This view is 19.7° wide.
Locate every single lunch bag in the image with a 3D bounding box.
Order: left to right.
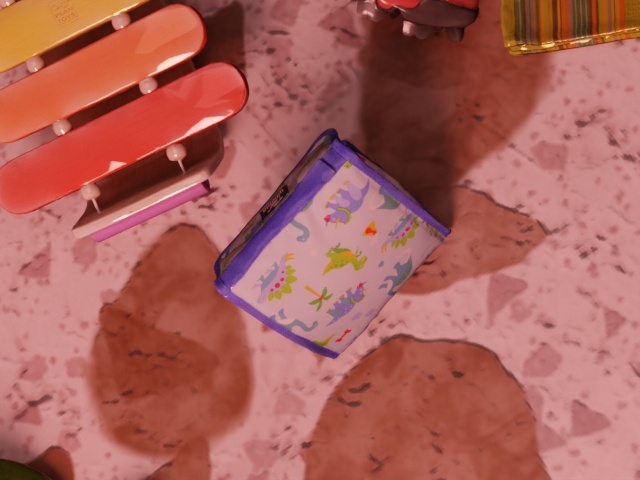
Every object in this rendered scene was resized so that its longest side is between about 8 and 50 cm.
[{"bbox_3d":[0.000,0.000,1.239,0.096,0.151,0.129,42,96,21],"label":"lunch bag"}]

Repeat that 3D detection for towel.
[{"bbox_3d":[0.238,-0.193,1.263,0.237,0.021,0.102,-8,78,18],"label":"towel"}]

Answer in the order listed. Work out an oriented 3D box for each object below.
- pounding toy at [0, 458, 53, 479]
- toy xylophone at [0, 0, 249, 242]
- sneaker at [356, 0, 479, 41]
[{"bbox_3d":[-0.238,0.248,1.297,0.237,0.110,0.183,12,84,21],"label":"pounding toy"},{"bbox_3d":[-0.201,-0.147,1.348,0.236,0.081,0.323,-32,87,14],"label":"toy xylophone"},{"bbox_3d":[0.014,-0.255,1.283,0.276,0.097,0.135,40,108,7],"label":"sneaker"}]
